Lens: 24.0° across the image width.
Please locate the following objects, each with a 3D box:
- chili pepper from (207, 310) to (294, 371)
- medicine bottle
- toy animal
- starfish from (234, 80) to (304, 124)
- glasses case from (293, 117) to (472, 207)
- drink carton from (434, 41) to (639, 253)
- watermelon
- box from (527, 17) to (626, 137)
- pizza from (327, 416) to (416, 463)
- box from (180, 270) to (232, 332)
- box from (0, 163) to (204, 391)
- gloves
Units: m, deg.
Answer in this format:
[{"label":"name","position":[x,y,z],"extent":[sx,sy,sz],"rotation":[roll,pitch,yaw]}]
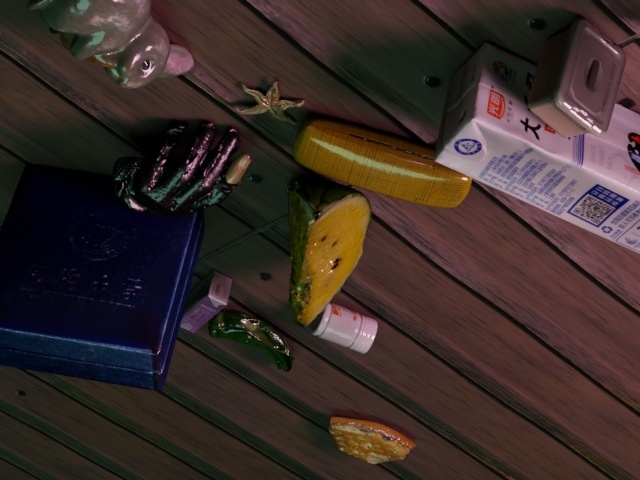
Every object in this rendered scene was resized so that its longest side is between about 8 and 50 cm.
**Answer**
[{"label":"chili pepper","position":[-0.096,0.157,2.356],"extent":[0.073,0.050,0.182],"rotation":[-29,131,34]},{"label":"medicine bottle","position":[0.035,0.131,2.272],"extent":[0.089,0.057,0.057],"rotation":[22,144,-12]},{"label":"toy animal","position":[-0.232,-0.247,1.787],"extent":[0.127,0.125,0.251],"rotation":[20,163,43]},{"label":"starfish","position":[-0.064,-0.172,1.921],"extent":[0.092,0.016,0.086],"rotation":[-10,138,20]},{"label":"glasses case","position":[0.080,-0.099,1.935],"extent":[0.234,0.064,0.079],"rotation":[16,143,-6]},{"label":"drink carton","position":[0.299,-0.108,1.802],"extent":[0.315,0.130,0.106],"rotation":[24,142,-14]},{"label":"watermelon","position":[0.000,0.000,2.040],"extent":[0.123,0.129,0.301],"rotation":[12,150,4]},{"label":"box","position":[0.291,-0.181,1.718],"extent":[0.089,0.122,0.062],"rotation":[33,151,-27]},{"label":"pizza","position":[0.081,0.337,2.561],"extent":[0.160,0.036,0.099],"rotation":[21,143,-11]},{"label":"box","position":[-0.178,0.095,2.292],"extent":[0.036,0.050,0.117],"rotation":[26,144,-21]},{"label":"box","position":[-0.315,0.047,2.070],"extent":[0.261,0.279,0.116],"rotation":[9,145,4]},{"label":"gloves","position":[-0.173,-0.085,1.996],"extent":[0.180,0.106,0.129],"rotation":[-7,138,31]}]
